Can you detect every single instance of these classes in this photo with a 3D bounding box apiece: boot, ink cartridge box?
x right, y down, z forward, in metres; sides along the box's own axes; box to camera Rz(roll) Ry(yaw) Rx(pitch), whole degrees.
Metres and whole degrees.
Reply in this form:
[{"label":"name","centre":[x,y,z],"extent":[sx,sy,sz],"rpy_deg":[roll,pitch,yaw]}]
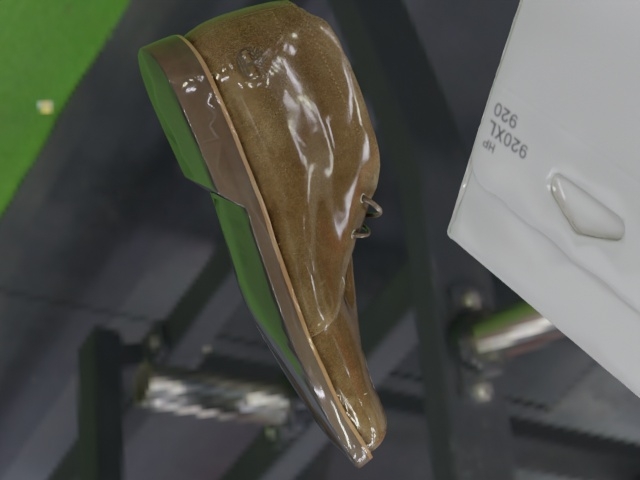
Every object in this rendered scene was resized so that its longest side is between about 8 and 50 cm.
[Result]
[{"label":"boot","centre":[0.000,0.000,1.054],"extent":[0.115,0.112,0.305],"rpy_deg":[-27,115,-15]},{"label":"ink cartridge box","centre":[0.214,-0.038,0.800],"extent":[0.233,0.171,0.168],"rpy_deg":[-3,120,-36]}]
